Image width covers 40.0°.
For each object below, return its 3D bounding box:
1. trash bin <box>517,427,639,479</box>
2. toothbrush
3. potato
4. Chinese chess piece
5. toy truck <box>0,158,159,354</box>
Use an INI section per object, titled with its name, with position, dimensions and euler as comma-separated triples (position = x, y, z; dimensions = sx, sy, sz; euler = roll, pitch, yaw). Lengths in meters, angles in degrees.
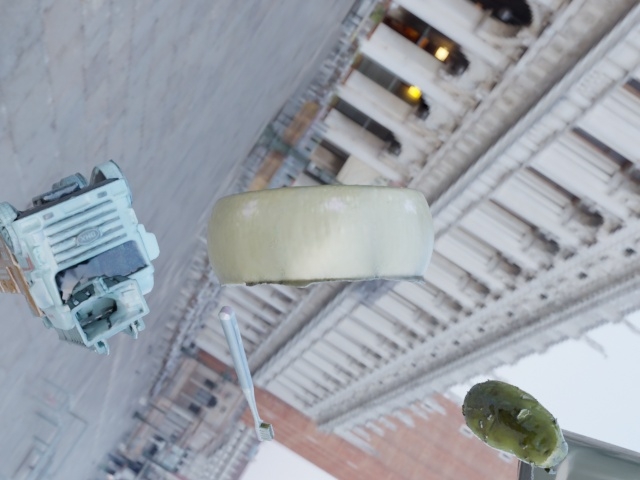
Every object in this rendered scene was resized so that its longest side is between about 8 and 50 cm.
[trash bin]
position = 0.520, 0.485, 1.763
dimensions = 0.220, 0.250, 0.219
euler = 12, 90, -77
[toothbrush]
position = -0.129, 0.241, 1.532
dimensions = 0.025, 0.030, 0.342
euler = -62, 149, -43
[potato]
position = 0.337, 0.319, 1.530
dimensions = 0.117, 0.090, 0.225
euler = -55, -139, -2
[Chinese chess piece]
position = 0.000, 0.000, 1.314
dimensions = 0.338, 0.338, 0.140
euler = 147, -58, -84
[toy truck]
position = -0.269, 0.028, 0.947
dimensions = 0.133, 0.184, 0.338
euler = -27, -169, -27
